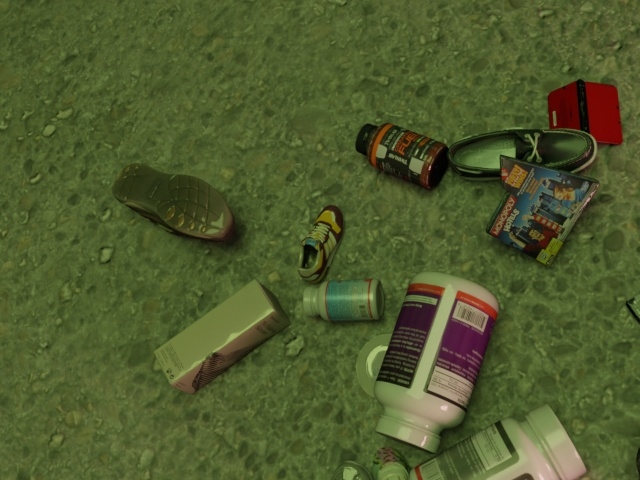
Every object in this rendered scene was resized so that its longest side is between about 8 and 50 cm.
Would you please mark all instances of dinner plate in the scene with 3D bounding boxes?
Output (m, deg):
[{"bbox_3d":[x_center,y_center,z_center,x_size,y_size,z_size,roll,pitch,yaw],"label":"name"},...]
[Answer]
[{"bbox_3d":[0.139,0.258,1.678,0.141,0.017,0.141,-7,67,18],"label":"dinner plate"}]

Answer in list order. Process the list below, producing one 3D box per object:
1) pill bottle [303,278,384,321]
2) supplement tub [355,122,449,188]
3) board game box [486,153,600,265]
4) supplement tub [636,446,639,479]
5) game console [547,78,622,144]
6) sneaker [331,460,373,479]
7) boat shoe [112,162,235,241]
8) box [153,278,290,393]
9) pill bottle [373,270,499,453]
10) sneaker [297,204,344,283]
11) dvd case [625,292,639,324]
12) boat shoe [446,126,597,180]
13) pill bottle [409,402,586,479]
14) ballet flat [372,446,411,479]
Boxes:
[{"bbox_3d":[0.049,0.126,1.720,0.160,0.087,0.087,-3,68,17],"label":"pill bottle"},{"bbox_3d":[0.176,-0.193,1.794,0.197,0.106,0.106,24,79,25],"label":"supplement tub"},{"bbox_3d":[0.421,-0.081,1.640,0.194,0.060,0.194,29,104,2],"label":"board game box"},{"bbox_3d":[0.665,0.319,1.359,0.207,0.207,0.338,25,85,25],"label":"supplement tub"},{"bbox_3d":[0.562,-0.261,1.743,0.124,0.085,0.144,-21,59,45],"label":"game console"},{"bbox_3d":[0.043,0.557,1.534,0.105,0.115,0.281,1,70,19],"label":"sneaker"},{"bbox_3d":[-0.326,-0.079,1.907,0.355,0.130,0.132,26,76,31],"label":"boat shoe"},{"bbox_3d":[-0.211,0.210,1.762,0.275,0.113,0.094,-36,63,4],"label":"box"},{"bbox_3d":[0.214,0.233,1.569,0.181,0.181,0.323,15,75,23],"label":"pill bottle"},{"bbox_3d":[0.000,0.000,1.788,0.069,0.084,0.186,9,73,22],"label":"sneaker"},{"bbox_3d":[0.726,0.128,1.523,0.238,0.029,0.179,-31,63,4],"label":"dvd case"},{"bbox_3d":[0.413,-0.178,1.695,0.302,0.091,0.114,-10,76,25],"label":"boat shoe"},{"bbox_3d":[0.318,0.421,1.469,0.283,0.161,0.161,-30,63,6],"label":"pill bottle"},{"bbox_3d":[0.146,0.496,1.544,0.076,0.079,0.222,-13,65,6],"label":"ballet flat"}]
